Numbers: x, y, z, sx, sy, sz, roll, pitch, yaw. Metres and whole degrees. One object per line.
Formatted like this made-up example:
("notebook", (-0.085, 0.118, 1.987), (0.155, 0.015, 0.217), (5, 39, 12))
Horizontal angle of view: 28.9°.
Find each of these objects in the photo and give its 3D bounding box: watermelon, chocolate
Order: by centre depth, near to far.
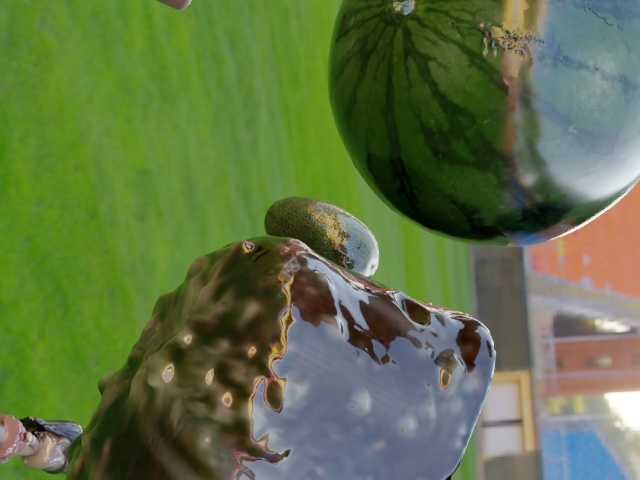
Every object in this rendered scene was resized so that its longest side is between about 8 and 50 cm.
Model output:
("watermelon", (0.121, -0.115, 0.829), (0.242, 0.242, 0.243), (-4, 90, -82))
("chocolate", (-0.059, 0.142, 0.903), (0.210, 0.340, 0.225), (32, 10, -30))

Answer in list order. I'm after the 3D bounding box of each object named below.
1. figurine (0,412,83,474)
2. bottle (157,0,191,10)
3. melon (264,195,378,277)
("figurine", (-0.277, 0.192, 1.198), (0.129, 0.072, 0.054), (27, 56, -47))
("bottle", (-0.146, -0.221, 0.994), (0.045, 0.096, 0.045), (-54, -155, 40))
("melon", (0.000, 0.000, 1.603), (0.099, 0.162, 0.099), (-54, 163, -25))
